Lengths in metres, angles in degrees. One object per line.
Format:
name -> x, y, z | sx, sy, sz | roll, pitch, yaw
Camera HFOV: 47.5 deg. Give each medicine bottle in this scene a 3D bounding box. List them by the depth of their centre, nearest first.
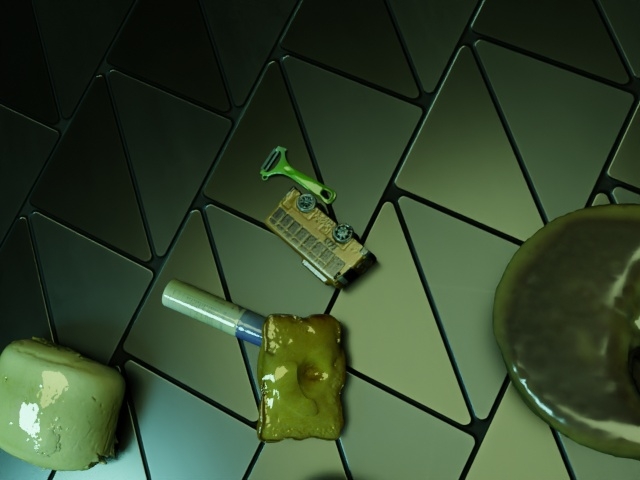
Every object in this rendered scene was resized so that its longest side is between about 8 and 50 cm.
medicine bottle -> -0.195, 0.142, 1.413 | 0.231, 0.059, 0.059 | 21, 83, 14

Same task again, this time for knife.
knife -> -0.043, -0.122, 1.457 | 0.166, 0.022, 0.078 | 33, 92, 17

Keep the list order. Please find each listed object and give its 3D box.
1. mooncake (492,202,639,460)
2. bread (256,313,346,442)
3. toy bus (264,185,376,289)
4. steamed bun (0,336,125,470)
mooncake -> 0.487, 0.140, 1.178 | 0.394, 0.246, 0.393 | -33, 66, 3
bread -> -0.039, 0.248, 1.331 | 0.161, 0.088, 0.232 | 5, 86, -20
toy bus -> 0.000, 0.000, 1.383 | 0.201, 0.098, 0.114 | 41, 89, 16
steamed bun -> -0.516, 0.316, 1.386 | 0.273, 0.166, 0.231 | 19, 81, 15
